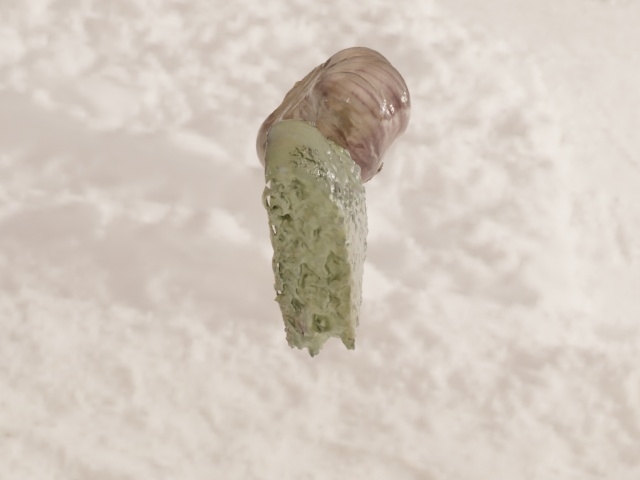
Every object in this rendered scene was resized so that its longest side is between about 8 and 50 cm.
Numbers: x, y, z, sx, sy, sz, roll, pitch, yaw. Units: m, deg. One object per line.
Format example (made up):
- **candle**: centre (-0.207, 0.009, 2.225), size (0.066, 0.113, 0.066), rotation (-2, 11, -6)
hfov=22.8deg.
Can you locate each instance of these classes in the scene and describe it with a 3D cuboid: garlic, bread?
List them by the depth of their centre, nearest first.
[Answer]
- **bread**: centre (0.000, 0.000, 1.180), size (0.064, 0.172, 0.232), rotation (-1, -7, 8)
- **garlic**: centre (0.016, -0.097, 1.389), size (0.102, 0.159, 0.147), rotation (39, 50, -17)
